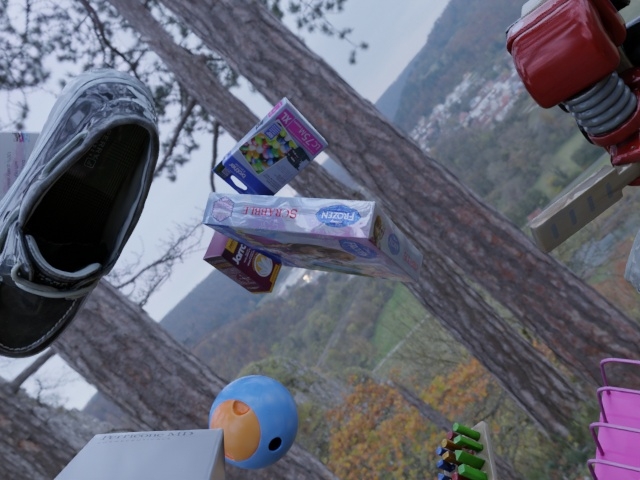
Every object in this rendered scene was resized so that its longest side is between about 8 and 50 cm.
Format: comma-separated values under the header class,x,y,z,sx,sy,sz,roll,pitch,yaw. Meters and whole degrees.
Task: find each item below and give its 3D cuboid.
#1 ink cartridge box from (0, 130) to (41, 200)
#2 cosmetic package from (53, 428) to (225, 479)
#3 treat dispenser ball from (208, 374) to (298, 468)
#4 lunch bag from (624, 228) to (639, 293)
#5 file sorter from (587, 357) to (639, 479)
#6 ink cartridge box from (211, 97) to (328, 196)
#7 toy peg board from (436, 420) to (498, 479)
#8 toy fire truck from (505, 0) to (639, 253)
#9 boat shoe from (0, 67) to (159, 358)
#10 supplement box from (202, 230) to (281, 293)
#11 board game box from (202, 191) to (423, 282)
class,x,y,z,sx,sy,sz,roll,pitch,yaw
ink cartridge box,-0.526,-0.081,0.917,0.197,0.270,0.198,180,90,-77
cosmetic package,-0.258,0.407,0.679,0.453,0.230,0.161,170,98,-84
treat dispenser ball,-0.215,0.584,1.665,0.288,0.288,0.288,-49,6,7
lunch bag,0.689,0.027,0.865,0.287,0.169,0.235,-52,27,15
file sorter,0.608,0.385,0.940,0.202,0.182,0.290,0,51,36
ink cartridge box,-0.152,-0.246,1.530,0.311,0.186,0.065,-40,30,15
toy peg board,0.321,0.519,1.206,0.160,0.079,0.161,-54,15,34
toy fire truck,0.281,-0.132,0.551,0.159,0.217,0.246,-30,29,45
boat shoe,-0.253,-0.001,0.488,0.335,0.121,0.119,-60,37,20
supplement box,-0.196,0.049,1.333,0.081,0.188,0.104,-9,51,42
board game box,0.000,0.000,0.978,0.319,0.318,0.065,34,-115,-60
